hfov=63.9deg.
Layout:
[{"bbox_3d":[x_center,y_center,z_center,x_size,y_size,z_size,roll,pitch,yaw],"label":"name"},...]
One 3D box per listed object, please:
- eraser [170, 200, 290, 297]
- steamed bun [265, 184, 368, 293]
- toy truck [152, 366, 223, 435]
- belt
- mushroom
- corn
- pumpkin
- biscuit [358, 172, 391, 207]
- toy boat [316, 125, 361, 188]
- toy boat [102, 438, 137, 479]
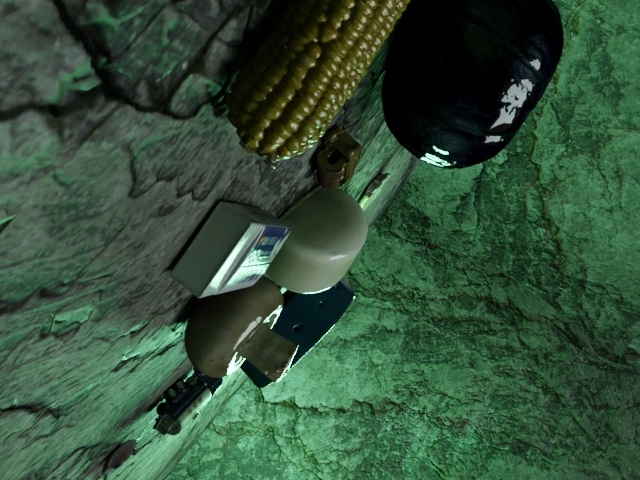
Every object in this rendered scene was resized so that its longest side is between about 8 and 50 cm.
[{"bbox_3d":[-0.121,0.013,0.745,0.124,0.068,0.210,-53,172,5],"label":"eraser"},{"bbox_3d":[0.000,0.000,1.072,0.241,0.164,0.146,-43,167,-48],"label":"steamed bun"},{"bbox_3d":[-0.305,0.365,1.185,0.074,0.088,0.201,-58,172,28],"label":"toy truck"},{"bbox_3d":[-0.074,0.233,1.505,0.300,0.173,0.436,-36,-171,48],"label":"belt"},{"bbox_3d":[-0.130,0.167,0.907,0.204,0.204,0.204,-52,173,-9],"label":"mushroom"},{"bbox_3d":[0.024,-0.210,0.468,0.313,0.102,0.102,-54,173,8],"label":"corn"},{"bbox_3d":[0.278,-0.311,0.956,0.363,0.266,0.363,-54,170,-14],"label":"pumpkin"},{"bbox_3d":[0.198,-0.185,1.946,0.188,0.040,0.265,-54,174,11],"label":"biscuit"},{"bbox_3d":[0.029,-0.144,0.974,0.088,0.068,0.226,-47,175,-8],"label":"toy boat"},{"bbox_3d":[-0.445,0.479,1.114,0.122,0.034,0.096,-48,178,41],"label":"toy boat"}]
